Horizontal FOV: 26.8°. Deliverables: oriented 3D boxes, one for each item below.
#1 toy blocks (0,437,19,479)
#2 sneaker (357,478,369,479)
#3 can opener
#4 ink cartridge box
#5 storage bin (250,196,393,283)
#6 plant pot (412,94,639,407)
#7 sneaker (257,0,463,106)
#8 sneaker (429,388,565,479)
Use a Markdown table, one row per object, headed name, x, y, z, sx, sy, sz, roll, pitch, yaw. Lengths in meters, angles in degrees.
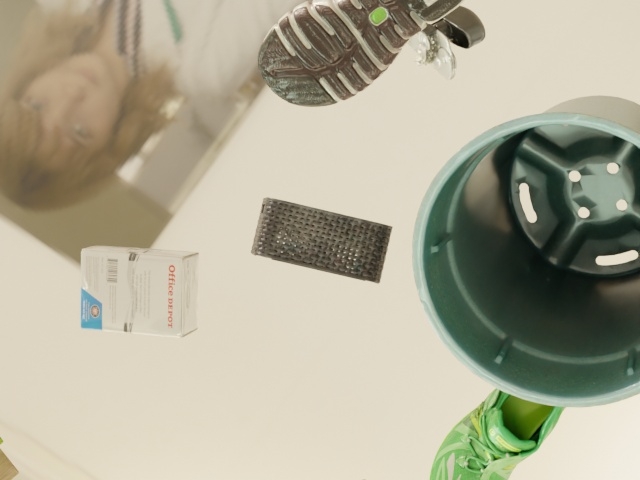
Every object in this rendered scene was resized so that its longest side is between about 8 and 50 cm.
| name | x | y | z | sx | sy | sz | roll | pitch | yaw |
| --- | --- | --- | --- | --- | --- | --- | --- | --- | --- |
| toy blocks | -0.553 | 0.358 | 1.751 | 0.191 | 0.261 | 0.381 | 52 | 154 | -5 |
| sneaker | 0.026 | 0.449 | 2.326 | 0.083 | 0.071 | 0.190 | -10 | 163 | 41 |
| can opener | 0.117 | -0.310 | 1.825 | 0.280 | 0.093 | 0.074 | 45 | 157 | 41 |
| ink cartridge box | -0.308 | 0.085 | 2.287 | 0.190 | 0.140 | 0.082 | 4 | -173 | 16 |
| storage bin | 0.000 | 0.000 | 1.878 | 0.180 | 0.084 | 0.122 | 12 | 180 | -6 |
| plant pot | 0.316 | -0.019 | 1.621 | 0.341 | 0.341 | 0.334 | 38 | -156 | 5 |
| sneaker | 0.071 | -0.240 | 1.367 | 0.106 | 0.281 | 0.162 | 55 | -142 | -11 |
| sneaker | 0.237 | 0.261 | 1.803 | 0.109 | 0.295 | 0.123 | 37 | -166 | 12 |
